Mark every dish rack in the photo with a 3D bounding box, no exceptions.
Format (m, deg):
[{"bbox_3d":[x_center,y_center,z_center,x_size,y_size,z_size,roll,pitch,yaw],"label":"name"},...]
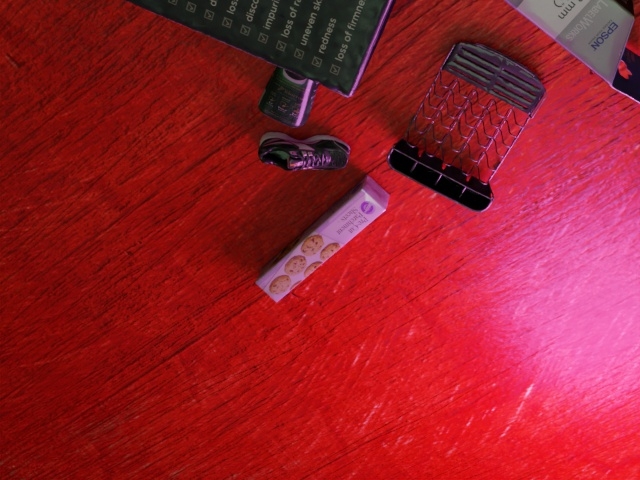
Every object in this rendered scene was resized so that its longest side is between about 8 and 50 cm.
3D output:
[{"bbox_3d":[0.265,-0.207,1.894,0.208,0.074,0.271,27,121,-3],"label":"dish rack"}]

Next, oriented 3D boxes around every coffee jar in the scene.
[{"bbox_3d":[-0.039,-0.302,1.912,0.096,0.079,0.184,27,123,2],"label":"coffee jar"}]

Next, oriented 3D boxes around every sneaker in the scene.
[{"bbox_3d":[-0.035,-0.154,1.995,0.178,0.077,0.072,3,121,11],"label":"sneaker"}]

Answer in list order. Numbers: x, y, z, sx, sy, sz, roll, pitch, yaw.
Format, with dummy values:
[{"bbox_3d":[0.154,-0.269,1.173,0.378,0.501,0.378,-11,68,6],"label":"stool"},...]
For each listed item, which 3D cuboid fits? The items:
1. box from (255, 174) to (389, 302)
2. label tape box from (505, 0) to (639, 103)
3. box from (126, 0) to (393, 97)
[{"bbox_3d":[0.000,0.000,2.081,0.067,0.063,0.324,43,120,-13],"label":"box"},{"bbox_3d":[0.405,-0.384,1.655,0.348,0.249,0.115,35,121,-7],"label":"label tape box"},{"bbox_3d":[-0.063,-0.547,1.576,0.472,0.297,0.479,23,122,-1],"label":"box"}]
